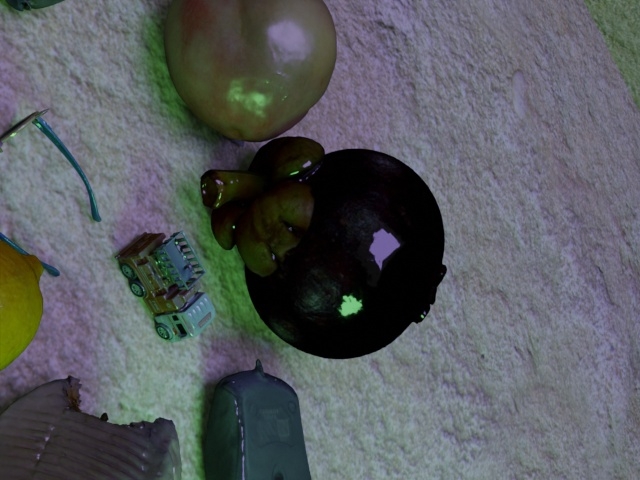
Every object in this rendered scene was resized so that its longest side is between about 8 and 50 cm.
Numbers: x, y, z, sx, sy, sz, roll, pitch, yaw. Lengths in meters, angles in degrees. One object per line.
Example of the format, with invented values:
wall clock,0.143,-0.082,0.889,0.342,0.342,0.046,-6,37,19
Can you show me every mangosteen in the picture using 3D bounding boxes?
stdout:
mangosteen,0.000,0.000,1.737,0.435,0.382,0.382,27,56,2

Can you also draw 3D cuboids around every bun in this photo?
bun,-0.324,0.346,1.374,0.281,0.281,0.205,-54,156,-38

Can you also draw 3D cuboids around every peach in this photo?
peach,-0.116,-0.310,1.691,0.292,0.247,0.292,5,76,-20

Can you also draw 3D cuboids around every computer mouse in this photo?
computer mouse,-0.108,0.385,1.686,0.188,0.122,0.371,13,67,-50

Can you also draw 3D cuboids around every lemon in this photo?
lemon,-0.461,0.090,1.304,0.244,0.187,0.187,-42,114,-33

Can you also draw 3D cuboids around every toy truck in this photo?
toy truck,-0.230,0.074,1.610,0.080,0.115,0.178,-47,119,-42

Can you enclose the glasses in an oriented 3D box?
glasses,-0.427,-0.061,1.478,0.190,0.088,0.220,-63,147,-34

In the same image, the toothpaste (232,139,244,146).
toothpaste,-0.139,-0.271,1.832,0.067,0.043,0.194,29,68,-42

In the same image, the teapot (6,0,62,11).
teapot,-0.431,-0.403,1.483,0.108,0.111,0.149,-46,123,-26
